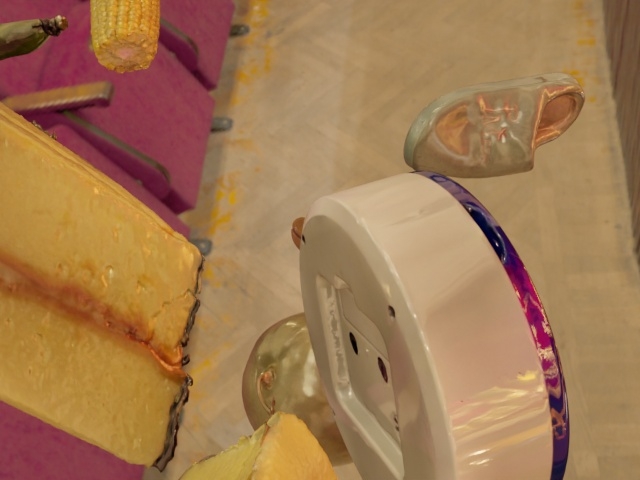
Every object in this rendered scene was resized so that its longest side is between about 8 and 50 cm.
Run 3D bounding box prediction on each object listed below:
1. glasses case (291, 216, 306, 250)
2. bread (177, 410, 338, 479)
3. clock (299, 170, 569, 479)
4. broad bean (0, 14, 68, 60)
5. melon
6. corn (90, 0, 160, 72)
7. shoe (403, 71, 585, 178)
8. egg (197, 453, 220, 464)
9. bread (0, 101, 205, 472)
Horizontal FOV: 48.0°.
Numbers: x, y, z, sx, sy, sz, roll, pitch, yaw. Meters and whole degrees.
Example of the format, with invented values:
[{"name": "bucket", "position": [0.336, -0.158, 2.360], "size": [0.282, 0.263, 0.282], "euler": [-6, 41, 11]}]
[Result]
[{"name": "glasses case", "position": [0.000, 0.000, 1.203], "size": [0.079, 0.064, 0.234], "euler": [6, 8, -14]}, {"name": "bread", "position": [-0.128, 0.329, 0.785], "size": [0.236, 0.198, 0.263], "euler": [-7, 30, 25]}, {"name": "clock", "position": [0.057, 0.074, 0.464], "size": [0.083, 0.230, 0.230], "euler": [-14, 46, -18]}, {"name": "broad bean", "position": [-0.425, -0.241, 0.867], "size": [0.297, 0.060, 0.043], "euler": [6, 34, 18]}, {"name": "melon", "position": [0.008, 0.249, 1.201], "size": [0.271, 0.308, 0.272], "euler": [-32, 33, 23]}, {"name": "corn", "position": [-0.232, -0.306, 0.855], "size": [0.081, 0.081, 0.249], "euler": [-14, 60, 6]}, {"name": "shoe", "position": [0.177, -0.102, 0.677], "size": [0.195, 0.079, 0.078], "euler": [-19, 46, -18]}, {"name": "egg", "position": [-0.205, 0.515, 1.445], "size": [0.132, 0.172, 0.132], "euler": [-2, 8, 0]}, {"name": "bread", "position": [-0.336, 0.058, 0.989], "size": [0.346, 0.404, 0.242], "euler": [-63, 20, 2]}]
